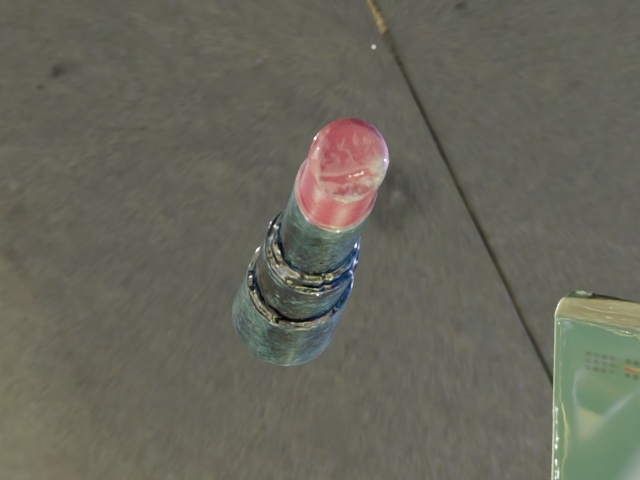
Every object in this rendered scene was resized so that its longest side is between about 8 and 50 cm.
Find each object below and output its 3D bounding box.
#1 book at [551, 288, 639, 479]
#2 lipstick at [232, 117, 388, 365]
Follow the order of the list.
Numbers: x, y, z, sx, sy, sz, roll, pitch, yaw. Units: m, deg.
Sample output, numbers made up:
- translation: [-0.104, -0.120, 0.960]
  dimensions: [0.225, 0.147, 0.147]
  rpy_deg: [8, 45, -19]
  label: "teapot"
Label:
- translation: [0.288, 0.197, 1.272]
  dimensions: [0.264, 0.031, 0.379]
  rpy_deg: [9, 134, 14]
  label: "book"
- translation: [0.000, 0.000, 0.793]
  dimensions: [0.053, 0.234, 0.053]
  rpy_deg: [3, 71, -8]
  label: "lipstick"
